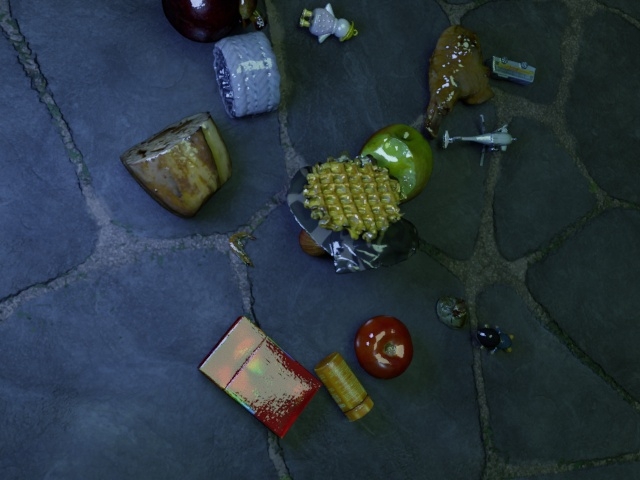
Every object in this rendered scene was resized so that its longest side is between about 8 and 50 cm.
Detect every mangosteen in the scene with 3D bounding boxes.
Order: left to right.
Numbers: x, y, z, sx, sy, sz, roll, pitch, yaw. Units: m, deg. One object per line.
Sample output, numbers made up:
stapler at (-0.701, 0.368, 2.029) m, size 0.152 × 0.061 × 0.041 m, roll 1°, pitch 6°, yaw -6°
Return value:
mangosteen at (-0.327, -0.736, 1.722) m, size 0.293 × 0.297 × 0.297 m, roll 7°, pitch 75°, yaw 24°

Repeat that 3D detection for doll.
doll at (0.030, -0.726, 1.958) m, size 0.207 × 0.081 × 0.129 m, roll 10°, pitch 106°, yaw -19°
doll at (0.583, 0.333, 1.964) m, size 0.179 × 0.088 × 0.102 m, roll 25°, pitch 72°, yaw -38°

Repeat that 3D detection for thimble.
thimble at (-0.224, -0.498, 1.768) m, size 0.157 × 0.217 × 0.246 m, roll -16°, pitch 105°, yaw -17°

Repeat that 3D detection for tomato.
tomato at (0.193, 0.329, 1.799) m, size 0.195 × 0.136 × 0.195 m, roll 2°, pitch 83°, yaw -18°

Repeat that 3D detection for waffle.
waffle at (0.100, -0.132, 1.666) m, size 0.329 × 0.062 × 0.329 m, roll 5°, pitch 51°, yaw -6°

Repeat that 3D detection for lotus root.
lotus root at (-0.367, -0.211, 1.632) m, size 0.316 × 0.316 × 0.250 m, roll -42°, pitch 111°, yaw -20°

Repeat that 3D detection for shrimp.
shrimp at (-0.224, 0.023, 1.773) m, size 0.083 × 0.023 × 0.114 m, roll -36°, pitch 89°, yaw -23°

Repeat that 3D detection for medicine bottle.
medicine bottle at (0.070, 0.441, 1.760) m, size 0.096 × 0.096 × 0.192 m, roll -35°, pitch 93°, yaw -21°

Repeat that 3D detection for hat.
hat at (0.104, -0.087, 1.744) m, size 0.382 × 0.257 × 0.366 m, roll 60°, pitch 29°, yaw -9°

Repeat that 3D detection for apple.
apple at (0.237, -0.246, 1.852) m, size 0.246 × 0.226 × 0.246 m, roll 13°, pitch 49°, yaw -15°

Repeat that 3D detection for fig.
fig at (-0.010, -0.006, 1.784) m, size 0.119 × 0.153 × 0.119 m, roll 0°, pitch 85°, yaw 4°

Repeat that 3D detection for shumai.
shumai at (0.455, 0.236, 1.930) m, size 0.123 × 0.087 × 0.099 m, roll 34°, pitch 70°, yaw -12°

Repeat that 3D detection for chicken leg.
chicken leg at (0.489, -0.532, 2.053) m, size 0.295 × 0.182 × 0.410 m, roll 25°, pitch 81°, yaw -29°

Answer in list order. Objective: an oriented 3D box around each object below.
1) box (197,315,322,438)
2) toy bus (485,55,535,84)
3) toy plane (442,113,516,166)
box at (-0.175, 0.393, 1.690) m, size 0.313 × 0.089 × 0.197 m, roll 42°, pitch 72°, yaw -7°
toy bus at (0.711, -0.638, 2.187) m, size 0.190 × 0.064 × 0.075 m, roll 7°, pitch 91°, yaw -17°
toy plane at (0.567, -0.367, 2.052) m, size 0.273 × 0.107 × 0.182 m, roll 16°, pitch 88°, yaw -28°
